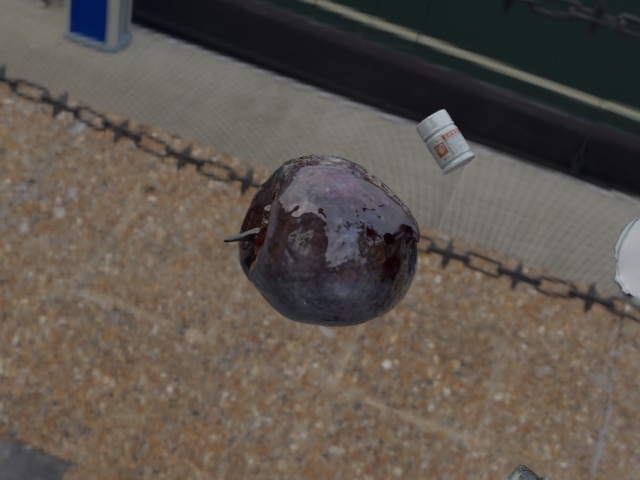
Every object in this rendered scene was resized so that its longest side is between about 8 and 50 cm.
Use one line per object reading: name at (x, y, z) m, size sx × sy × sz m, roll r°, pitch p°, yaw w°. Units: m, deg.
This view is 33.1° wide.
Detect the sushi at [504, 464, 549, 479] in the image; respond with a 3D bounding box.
sushi at (0.333, 0.478, 1.818) m, size 0.126 × 0.225 × 0.136 m, roll 32°, pitch 58°, yaw 25°

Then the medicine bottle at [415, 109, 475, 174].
medicine bottle at (0.193, -0.152, 1.671) m, size 0.057 × 0.057 × 0.089 m, roll -27°, pitch 82°, yaw -37°

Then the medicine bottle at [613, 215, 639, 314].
medicine bottle at (0.630, 0.104, 1.658) m, size 0.379 × 0.213 × 0.213 m, roll 39°, pitch 27°, yaw -33°

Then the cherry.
cherry at (0.008, 0.005, 1.124) m, size 0.195 × 0.195 × 0.195 m, roll 8°, pitch 40°, yaw -7°
